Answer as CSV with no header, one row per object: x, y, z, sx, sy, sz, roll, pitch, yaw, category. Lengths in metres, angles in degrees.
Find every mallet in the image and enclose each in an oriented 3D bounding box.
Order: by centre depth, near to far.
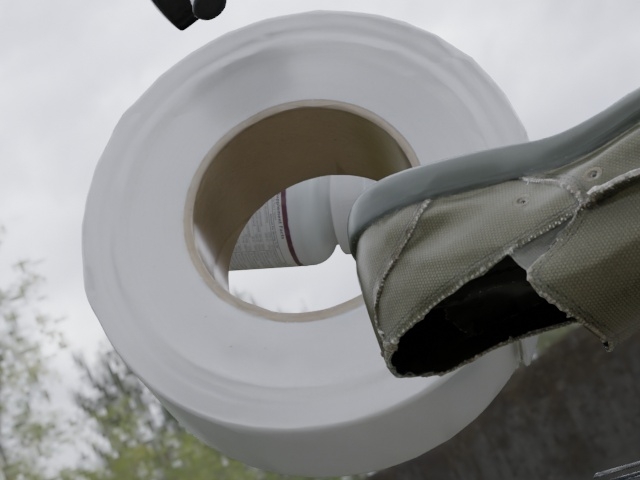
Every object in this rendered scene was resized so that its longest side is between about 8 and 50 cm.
-0.072,-0.133,0.780,0.062,0.039,0.189,-39,16,12,mallet

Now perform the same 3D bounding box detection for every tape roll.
0.000,0.000,0.886,0.286,0.286,0.100,-24,-28,-1,tape roll

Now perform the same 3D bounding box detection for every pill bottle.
-0.052,-0.032,1.414,0.221,0.121,0.121,-4,-16,14,pill bottle

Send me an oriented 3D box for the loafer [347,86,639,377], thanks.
0.121,0.002,0.537,0.251,0.087,0.094,-19,-38,35,loafer

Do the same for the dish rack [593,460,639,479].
0.311,0.193,0.887,0.272,0.208,0.074,-15,-34,-5,dish rack
